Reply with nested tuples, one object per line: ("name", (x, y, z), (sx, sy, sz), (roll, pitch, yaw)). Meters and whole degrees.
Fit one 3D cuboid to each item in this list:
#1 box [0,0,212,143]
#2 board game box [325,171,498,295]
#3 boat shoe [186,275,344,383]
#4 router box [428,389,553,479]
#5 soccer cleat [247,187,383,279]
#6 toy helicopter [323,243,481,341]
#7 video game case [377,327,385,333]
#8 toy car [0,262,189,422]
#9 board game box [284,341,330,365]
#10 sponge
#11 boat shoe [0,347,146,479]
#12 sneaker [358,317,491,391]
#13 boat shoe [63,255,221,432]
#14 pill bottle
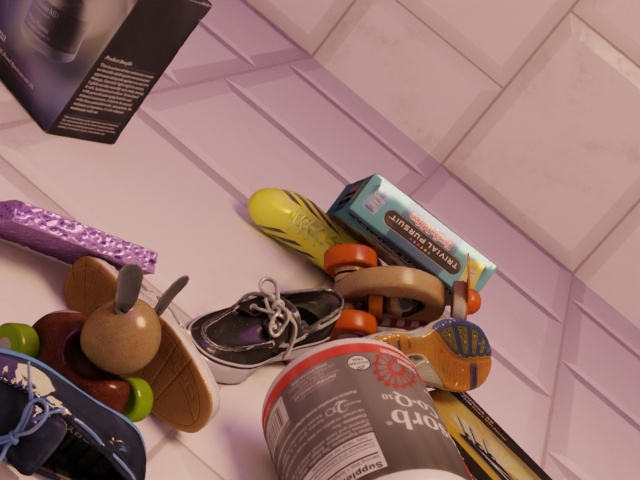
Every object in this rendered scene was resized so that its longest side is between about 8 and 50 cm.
("box", (-0.389, -0.366, 1.967), (0.296, 0.294, 0.183), (46, 19, 23))
("board game box", (0.146, -0.001, 2.124), (0.254, 0.079, 0.336), (37, -4, -5))
("boat shoe", (-0.072, 0.117, 1.683), (0.306, 0.105, 0.113), (-1, 44, -51))
("router box", (0.243, 0.356, 1.804), (0.309, 0.081, 0.243), (45, 18, 18))
("soccer cleat", (0.001, -0.001, 2.159), (0.289, 0.093, 0.121), (35, 1, -20))
("toy helicopter", (0.167, 0.113, 1.935), (0.355, 0.235, 0.140), (39, 46, -54))
("video game case", (0.075, 0.153, 1.995), (0.122, 0.011, 0.087), (33, 19, -18))
("toy car", (-0.229, 0.096, 1.319), (0.149, 0.188, 0.155), (49, 20, 29))
("board game box", (0.003, 0.155, 1.909), (0.145, 0.027, 0.281), (47, 19, 19))
("sponge", (-0.319, 0.000, 1.526), (0.210, 0.031, 0.117), (24, -19, -38))
("boat shoe", (-0.267, 0.179, 1.182), (0.258, 0.109, 0.089), (26, 25, -30))
("sneaker", (0.127, 0.172, 1.813), (0.296, 0.112, 0.131), (4, -8, -42))
("boat shoe", (-0.197, 0.118, 1.479), (0.277, 0.098, 0.096), (47, 20, 27))
("pill bottle", (0.070, 0.295, 1.395), (0.210, 0.210, 0.363), (28, 21, -31))
